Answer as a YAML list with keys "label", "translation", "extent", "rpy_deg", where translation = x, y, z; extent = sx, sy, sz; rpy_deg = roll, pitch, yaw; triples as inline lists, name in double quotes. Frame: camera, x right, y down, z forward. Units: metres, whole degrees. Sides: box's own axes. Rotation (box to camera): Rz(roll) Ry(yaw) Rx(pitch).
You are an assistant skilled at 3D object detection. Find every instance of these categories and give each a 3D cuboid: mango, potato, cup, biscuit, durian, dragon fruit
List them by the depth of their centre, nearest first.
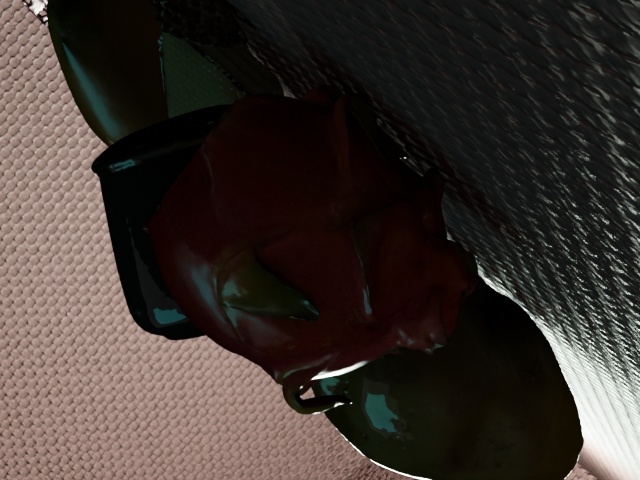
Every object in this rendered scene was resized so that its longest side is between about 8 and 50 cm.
- label: "dragon fruit"
  translation: [-0.005, -0.002, 1.135]
  extent: [0.227, 0.224, 0.224]
  rpy_deg: [40, 178, -11]
- label: "durian"
  translation: [-0.104, -0.198, 1.247]
  extent: [0.066, 0.052, 0.130]
  rpy_deg: [-14, -132, -44]
- label: "cup"
  translation: [-0.098, -0.021, 1.328]
  extent: [0.223, 0.169, 0.176]
  rpy_deg: [-82, -30, -81]
- label: "biscuit"
  translation: [-0.083, -0.084, 1.457]
  extent: [0.150, 0.052, 0.252]
  rpy_deg: [42, 149, 34]
- label: "potato"
  translation: [0.128, 0.137, 1.512]
  extent: [0.351, 0.202, 0.218]
  rpy_deg: [32, -164, -35]
- label: "mango"
  translation: [-0.185, -0.179, 1.533]
  extent: [0.120, 0.151, 0.221]
  rpy_deg: [-7, 124, 32]

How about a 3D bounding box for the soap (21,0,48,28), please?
- label: "soap"
  translation: [-0.338, -0.331, 1.798]
  extent: [0.162, 0.099, 0.250]
  rpy_deg: [41, 177, 20]
